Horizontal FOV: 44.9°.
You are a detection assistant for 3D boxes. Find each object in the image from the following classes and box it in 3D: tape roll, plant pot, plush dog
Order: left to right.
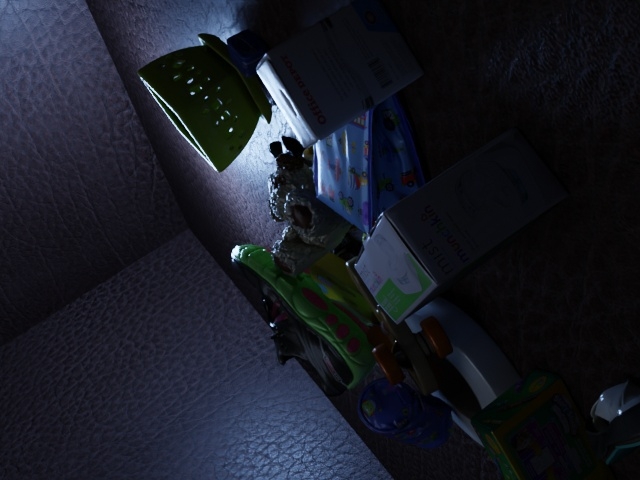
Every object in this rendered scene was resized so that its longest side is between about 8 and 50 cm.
[{"bbox_3d":[-0.257,-0.338,1.828,0.227,0.207,0.228,44,170,38],"label":"plant pot"},{"bbox_3d":[-0.034,-0.085,1.732,0.225,0.211,0.262,53,149,22],"label":"plush dog"},{"bbox_3d":[0.310,0.292,1.689,0.392,0.072,0.392,50,164,20],"label":"tape roll"}]

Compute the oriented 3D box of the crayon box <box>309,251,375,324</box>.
[{"bbox_3d":[0.070,0.142,1.999,0.202,0.081,0.318,33,160,13],"label":"crayon box"}]

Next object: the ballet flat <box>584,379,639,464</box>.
[{"bbox_3d":[0.454,0.272,1.165,0.280,0.095,0.096,91,155,-65],"label":"ballet flat"}]

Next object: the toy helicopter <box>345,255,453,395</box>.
[{"bbox_3d":[0.152,0.176,1.637,0.355,0.140,0.235,59,178,38],"label":"toy helicopter"}]

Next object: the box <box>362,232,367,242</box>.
[{"bbox_3d":[0.161,0.038,1.674,0.178,0.042,0.109,52,165,17],"label":"box"}]

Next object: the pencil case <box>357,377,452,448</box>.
[{"bbox_3d":[0.196,0.378,1.688,0.306,0.133,0.119,36,-148,-56],"label":"pencil case"}]

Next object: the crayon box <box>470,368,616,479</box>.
[{"bbox_3d":[0.412,0.395,1.401,0.278,0.165,0.081,60,165,-11],"label":"crayon box"}]

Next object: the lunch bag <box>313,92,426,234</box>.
[{"bbox_3d":[0.066,-0.187,1.373,0.221,0.138,0.293,39,149,54],"label":"lunch bag"}]

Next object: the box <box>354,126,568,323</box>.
[{"bbox_3d":[0.187,-0.013,1.120,0.126,0.231,0.262,54,164,10],"label":"box"}]

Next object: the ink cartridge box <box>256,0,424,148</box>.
[{"bbox_3d":[0.027,-0.254,1.162,0.148,0.203,0.086,58,165,-6],"label":"ink cartridge box"}]

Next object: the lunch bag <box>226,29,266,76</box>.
[{"bbox_3d":[-0.157,-0.408,1.680,0.098,0.067,0.065,47,163,32],"label":"lunch bag"}]

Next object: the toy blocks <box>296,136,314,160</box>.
[{"bbox_3d":[-0.014,-0.229,1.637,0.123,0.054,0.148,41,159,46],"label":"toy blocks"}]

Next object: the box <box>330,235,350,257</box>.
[{"bbox_3d":[0.036,0.007,1.981,0.062,0.052,0.083,52,163,18],"label":"box"}]

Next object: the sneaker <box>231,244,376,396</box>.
[{"bbox_3d":[-0.075,0.176,1.818,0.185,0.202,0.483,6,-149,-49],"label":"sneaker"}]

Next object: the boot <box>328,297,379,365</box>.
[{"bbox_3d":[0.093,0.210,1.852,0.258,0.095,0.123,32,162,8],"label":"boot"}]

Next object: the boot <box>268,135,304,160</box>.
[{"bbox_3d":[-0.084,-0.222,1.887,0.121,0.045,0.099,43,164,19],"label":"boot"}]
